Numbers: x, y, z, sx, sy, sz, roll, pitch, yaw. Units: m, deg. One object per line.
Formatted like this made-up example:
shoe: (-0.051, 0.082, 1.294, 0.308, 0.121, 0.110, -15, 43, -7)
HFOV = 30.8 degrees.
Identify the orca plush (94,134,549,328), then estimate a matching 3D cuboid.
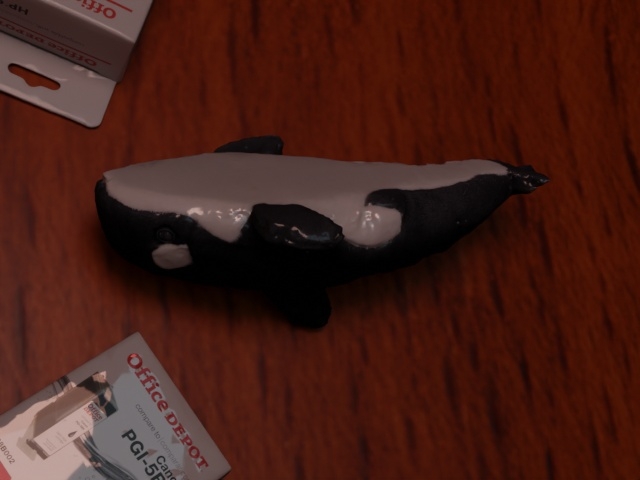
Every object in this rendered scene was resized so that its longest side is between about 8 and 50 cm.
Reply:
orca plush: (0.000, 0.000, 0.745, 0.287, 0.102, 0.151, -12, 30, -34)

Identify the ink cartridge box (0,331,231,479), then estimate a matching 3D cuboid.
ink cartridge box: (-0.133, 0.128, 0.641, 0.135, 0.056, 0.099, -33, 84, -27)

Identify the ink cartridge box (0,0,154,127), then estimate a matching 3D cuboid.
ink cartridge box: (-0.154, -0.175, 0.743, 0.104, 0.060, 0.180, 22, 64, -13)
